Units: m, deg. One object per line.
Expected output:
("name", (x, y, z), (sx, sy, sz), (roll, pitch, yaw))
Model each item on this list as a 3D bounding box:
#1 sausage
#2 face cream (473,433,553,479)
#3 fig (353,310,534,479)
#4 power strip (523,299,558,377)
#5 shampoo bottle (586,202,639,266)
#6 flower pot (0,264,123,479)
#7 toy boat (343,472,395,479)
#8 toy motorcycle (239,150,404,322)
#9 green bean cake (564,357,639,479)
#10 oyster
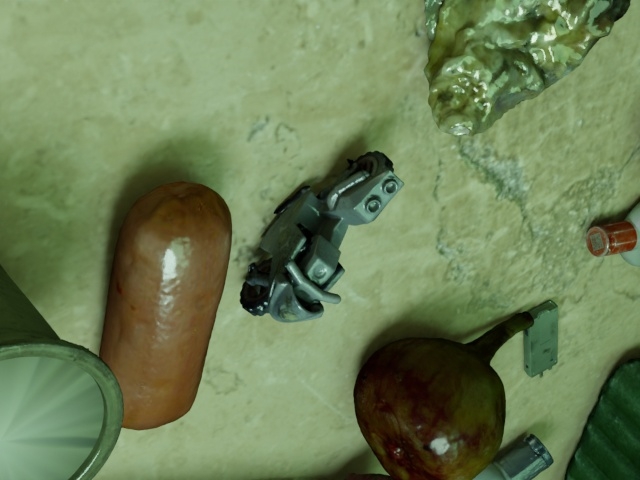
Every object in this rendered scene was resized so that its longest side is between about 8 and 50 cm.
("sausage", (-0.150, 0.058, 1.116), (0.113, 0.113, 0.259), (-6, 127, -32))
("face cream", (0.204, 0.384, 1.651), (0.291, 0.071, 0.144), (-36, 136, -8))
("fig", (0.171, 0.196, 1.418), (0.290, 0.190, 0.190), (-9, 129, -48))
("power strip", (0.297, 0.138, 1.563), (0.051, 0.019, 0.136), (-28, 135, -18))
("shampoo bottle", (0.444, -0.014, 1.527), (0.221, 0.051, 0.108), (-10, 130, -30))
("flower pot", (-0.299, 0.116, 0.984), (0.212, 0.202, 0.212), (-18, 130, -23))
("toy boat", (0.031, 0.392, 1.501), (0.141, 0.099, 0.318), (-12, 142, -47))
("toy motorcycle", (0.000, 0.000, 1.167), (0.215, 0.122, 0.080), (-47, 121, 5))
("green bean cake", (0.543, 0.312, 1.772), (0.300, 0.169, 0.308), (-4, 125, -32))
("oyster", (0.225, -0.250, 1.138), (0.238, 0.115, 0.351), (29, 103, -45))
